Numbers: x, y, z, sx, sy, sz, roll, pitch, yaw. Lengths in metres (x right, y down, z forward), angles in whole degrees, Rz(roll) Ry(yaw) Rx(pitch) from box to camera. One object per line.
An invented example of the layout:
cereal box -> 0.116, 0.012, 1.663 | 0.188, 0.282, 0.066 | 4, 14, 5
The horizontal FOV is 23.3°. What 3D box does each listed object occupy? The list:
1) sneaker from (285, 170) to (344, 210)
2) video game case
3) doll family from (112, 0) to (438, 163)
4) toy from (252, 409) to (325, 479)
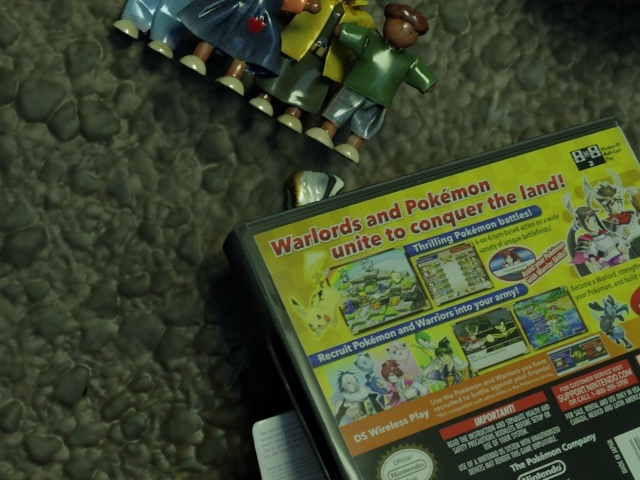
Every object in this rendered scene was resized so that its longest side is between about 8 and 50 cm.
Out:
sneaker -> 0.000, 0.000, 0.925 | 0.037, 0.032, 0.083 | -2, 98, -20
video game case -> 0.114, 0.069, 0.895 | 0.275, 0.035, 0.248 | -17, 73, -26
doll family -> -0.025, -0.132, 0.879 | 0.193, 0.076, 0.111 | 29, 91, -18
toy -> 0.033, 0.191, 0.950 | 0.137, 0.056, 0.237 | -18, 107, -21
